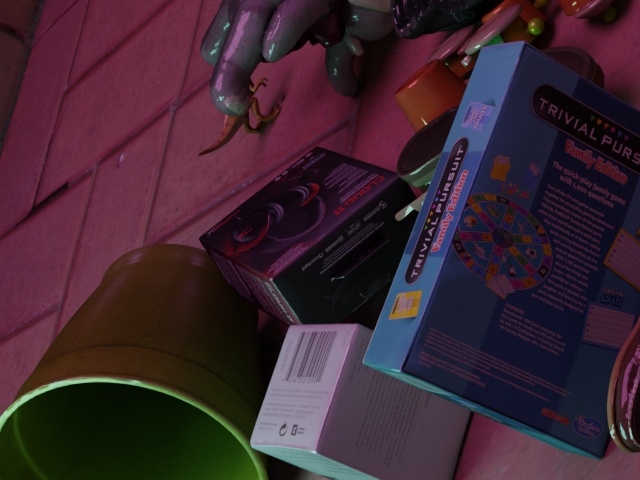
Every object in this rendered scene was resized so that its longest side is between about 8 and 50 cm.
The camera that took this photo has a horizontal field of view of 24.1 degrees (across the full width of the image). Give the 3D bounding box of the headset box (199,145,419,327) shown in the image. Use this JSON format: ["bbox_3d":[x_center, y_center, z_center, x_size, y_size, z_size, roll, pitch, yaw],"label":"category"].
[{"bbox_3d":[0.000,0.000,1.941,0.218,0.110,0.293,-39,24,-12],"label":"headset box"}]

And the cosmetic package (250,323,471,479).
[{"bbox_3d":[0.050,0.195,1.691,0.151,0.183,0.151,-7,60,59],"label":"cosmetic package"}]

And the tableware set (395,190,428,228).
[{"bbox_3d":[0.183,-0.023,1.761,0.039,0.128,0.194,-27,-6,-43],"label":"tableware set"}]

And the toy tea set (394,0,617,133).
[{"bbox_3d":[0.235,-0.219,1.837,0.200,0.124,0.336,-47,9,-37],"label":"toy tea set"}]

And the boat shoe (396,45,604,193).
[{"bbox_3d":[0.227,-0.127,1.747,0.307,0.104,0.111,-25,37,49],"label":"boat shoe"}]

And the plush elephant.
[{"bbox_3d":[-0.004,-0.328,2.195,0.272,0.255,0.330,-119,50,-69],"label":"plush elephant"}]

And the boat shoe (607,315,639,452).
[{"bbox_3d":[0.328,0.099,1.399,0.073,0.073,0.207,-7,61,61],"label":"boat shoe"}]

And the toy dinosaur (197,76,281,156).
[{"bbox_3d":[-0.133,-0.207,2.440,0.064,0.112,0.211,-8,61,58],"label":"toy dinosaur"}]

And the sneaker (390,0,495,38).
[{"bbox_3d":[0.182,-0.333,1.949,0.267,0.106,0.101,167,95,-69],"label":"sneaker"}]

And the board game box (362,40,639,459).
[{"bbox_3d":[0.217,0.013,1.474,0.079,0.253,0.336,4,71,62],"label":"board game box"}]

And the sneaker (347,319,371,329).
[{"bbox_3d":[0.009,0.182,1.922,0.089,0.051,0.170,-5,67,55],"label":"sneaker"}]

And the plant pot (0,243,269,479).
[{"bbox_3d":[-0.224,0.198,2.052,0.366,0.366,0.353,-44,21,34],"label":"plant pot"}]
